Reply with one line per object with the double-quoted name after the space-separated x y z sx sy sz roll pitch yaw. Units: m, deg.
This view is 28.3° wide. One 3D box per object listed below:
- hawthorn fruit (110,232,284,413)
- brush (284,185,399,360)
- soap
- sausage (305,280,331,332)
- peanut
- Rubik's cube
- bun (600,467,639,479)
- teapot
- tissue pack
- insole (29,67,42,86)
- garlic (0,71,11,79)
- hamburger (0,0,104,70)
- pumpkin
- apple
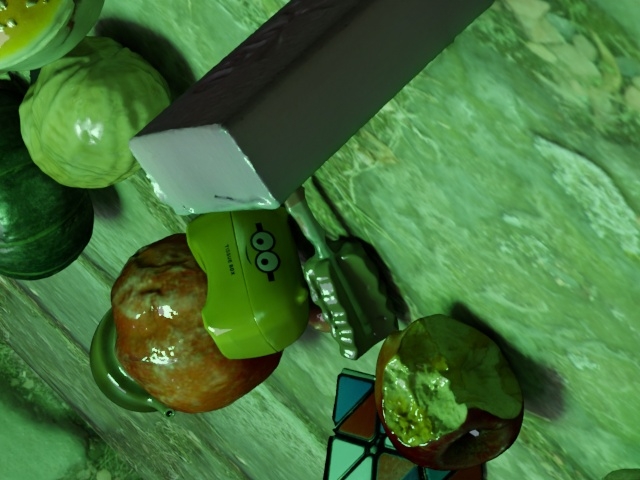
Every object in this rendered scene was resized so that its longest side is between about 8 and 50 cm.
-0.134 0.097 1.669 0.271 0.242 0.242 -14 123 28 "hawthorn fruit"
0.000 0.000 1.424 0.071 0.084 0.301 10 133 55 "brush"
-0.012 -0.129 0.987 0.081 0.259 0.181 55 157 -19 "soap"
0.000 0.078 1.563 0.094 0.059 0.054 32 130 34 "sausage"
-0.281 -0.146 1.542 0.174 0.158 0.340 48 156 -8 "peanut"
0.105 0.261 1.701 0.250 0.284 0.234 22 -157 -47 "Rubik's cube"
0.363 0.363 1.229 0.365 0.219 0.365 21 141 18 "bun"
-0.264 0.155 1.999 0.175 0.185 0.268 137 124 -62 "teapot"
-0.079 0.043 1.509 0.123 0.127 0.178 64 -169 -62 "tissue pack"
-0.389 -0.231 1.778 0.080 0.003 0.232 42 157 10 "insole"
-0.454 -0.282 1.696 0.266 0.148 0.129 13 102 61 "garlic"
-0.364 -0.306 1.343 0.295 0.227 0.151 34 178 17 "hamburger"
-0.460 -0.086 1.893 0.300 0.207 0.300 51 163 23 "pumpkin"
0.134 0.165 1.377 0.147 0.156 0.158 81 167 -53 "apple"
